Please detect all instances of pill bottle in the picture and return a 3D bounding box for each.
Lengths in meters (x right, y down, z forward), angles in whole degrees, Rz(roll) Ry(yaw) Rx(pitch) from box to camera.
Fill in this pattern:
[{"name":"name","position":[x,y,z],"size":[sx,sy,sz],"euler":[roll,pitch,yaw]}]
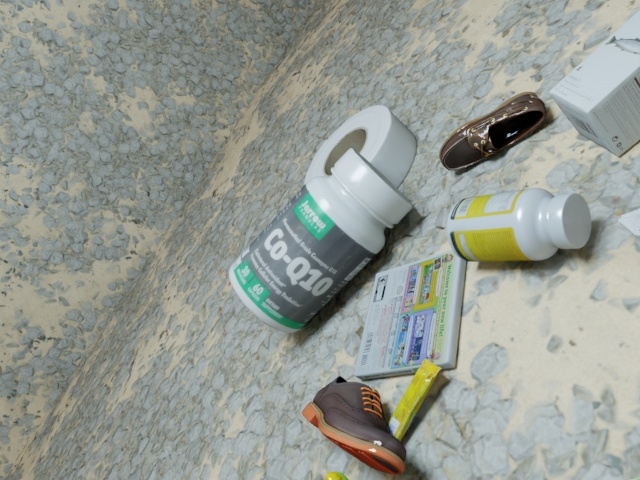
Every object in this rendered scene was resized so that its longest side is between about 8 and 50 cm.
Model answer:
[{"name":"pill bottle","position":[0.284,-0.021,0.745],"size":[0.184,0.103,0.103],"euler":[-5,54,55]},{"name":"pill bottle","position":[0.000,0.000,1.046],"size":[0.361,0.204,0.204],"euler":[-47,28,13]}]

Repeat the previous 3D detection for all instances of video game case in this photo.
[{"name":"video game case","position":[0.152,0.125,0.864],"size":[0.193,0.023,0.212],"euler":[-23,39,44]}]

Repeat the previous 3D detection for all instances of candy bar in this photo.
[{"name":"candy bar","position":[0.125,0.248,0.743],"size":[0.161,0.018,0.040],"euler":[-62,25,1]}]

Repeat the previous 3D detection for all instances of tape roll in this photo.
[{"name":"tape roll","position":[0.090,-0.187,1.239],"size":[0.286,0.100,0.286],"euler":[-37,32,28]}]

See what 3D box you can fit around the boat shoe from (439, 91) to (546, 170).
[{"name":"boat shoe","position":[0.310,-0.192,0.937],"size":[0.207,0.073,0.073],"euler":[-36,30,29]}]

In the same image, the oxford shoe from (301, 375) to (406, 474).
[{"name":"oxford shoe","position":[0.053,0.257,0.753],"size":[0.098,0.097,0.271],"euler":[-54,17,-15]}]

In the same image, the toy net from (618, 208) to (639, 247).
[{"name":"toy net","position":[0.419,0.008,0.545],"size":[0.122,0.045,0.232],"euler":[-34,17,-12]}]

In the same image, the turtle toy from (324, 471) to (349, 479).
[{"name":"turtle toy","position":[0.031,0.373,0.711],"size":[0.130,0.066,0.095],"euler":[32,109,65]}]

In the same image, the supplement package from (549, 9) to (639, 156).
[{"name":"supplement package","position":[0.451,-0.232,0.734],"size":[0.179,0.105,0.105],"euler":[-44,28,16]}]

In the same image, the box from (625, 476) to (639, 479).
[{"name":"box","position":[0.290,0.290,0.359],"size":[0.243,0.117,0.213],"euler":[-34,33,32]}]
